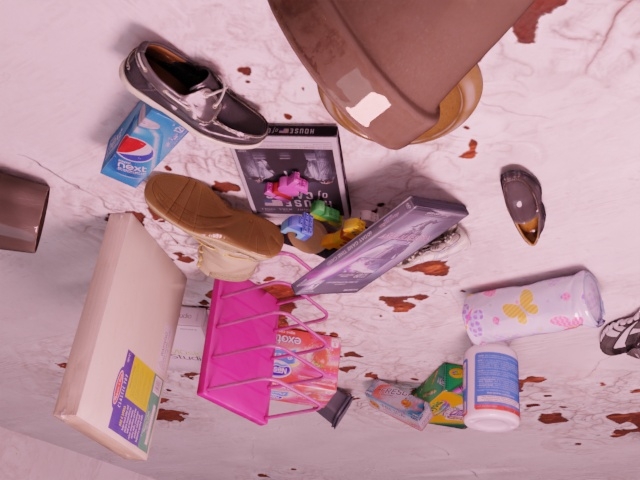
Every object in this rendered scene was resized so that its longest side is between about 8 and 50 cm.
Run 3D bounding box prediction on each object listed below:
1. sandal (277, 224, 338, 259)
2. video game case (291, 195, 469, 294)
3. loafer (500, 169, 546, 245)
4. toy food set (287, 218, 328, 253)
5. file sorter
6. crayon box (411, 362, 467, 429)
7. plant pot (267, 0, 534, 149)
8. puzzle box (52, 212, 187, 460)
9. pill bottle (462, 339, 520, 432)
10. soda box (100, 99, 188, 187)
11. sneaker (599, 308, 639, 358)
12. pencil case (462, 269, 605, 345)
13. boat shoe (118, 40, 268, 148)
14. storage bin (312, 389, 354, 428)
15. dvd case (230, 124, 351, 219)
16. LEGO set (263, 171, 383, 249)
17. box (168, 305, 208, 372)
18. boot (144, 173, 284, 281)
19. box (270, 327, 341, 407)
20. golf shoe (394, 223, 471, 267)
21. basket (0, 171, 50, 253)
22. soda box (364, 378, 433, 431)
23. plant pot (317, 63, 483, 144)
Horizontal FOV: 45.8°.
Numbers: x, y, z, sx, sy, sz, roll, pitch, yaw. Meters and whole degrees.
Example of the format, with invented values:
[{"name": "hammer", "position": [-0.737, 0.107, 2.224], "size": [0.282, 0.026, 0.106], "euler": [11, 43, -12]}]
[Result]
[{"name": "sandal", "position": [0.000, 0.000, 1.447], "size": [0.179, 0.040, 0.067], "euler": [19, 145, 7]}, {"name": "video game case", "position": [0.104, 0.015, 1.302], "size": [0.274, 0.026, 0.196], "euler": [-36, 158, 29]}, {"name": "loafer", "position": [0.339, -0.054, 1.253], "size": [0.062, 0.061, 0.170], "euler": [-11, 145, 29]}, {"name": "toy food set", "position": [-0.024, -0.012, 1.400], "size": [0.082, 0.020, 0.083], "euler": [-29, 106, 33]}, {"name": "file sorter", "position": [-0.099, 0.196, 1.548], "size": [0.182, 0.291, 0.202], "euler": [-17, 142, 30]}, {"name": "crayon box", "position": [0.362, 0.424, 2.043], "size": [0.165, 0.081, 0.278], "euler": [11, 150, -7]}, {"name": "plant pot", "position": [0.102, -0.264, 0.799], "size": [0.229, 0.263, 0.263], "euler": [-34, 134, 25]}, {"name": "puzzle box", "position": [-0.372, 0.187, 1.466], "size": [0.052, 0.409, 0.272], "euler": [-2, 148, 15]}, {"name": "pill bottle", "position": [0.382, 0.306, 1.700], "size": [0.124, 0.222, 0.124], "euler": [5, 150, 3]}, {"name": "soda box", "position": [-0.269, -0.164, 1.178], "size": [0.067, 0.071, 0.210], "euler": [23, 146, -27]}, {"name": "sneaker", "position": [0.668, 0.214, 1.602], "size": [0.078, 0.106, 0.234], "euler": [14, 149, -11]}, {"name": "pencil case", "position": [0.423, 0.139, 1.518], "size": [0.273, 0.114, 0.124], "euler": [-15, 163, 32]}, {"name": "boat shoe", "position": [-0.168, -0.203, 1.080], "size": [0.233, 0.084, 0.079], "euler": [28, 144, -27]}, {"name": "storage bin", "position": [0.036, 0.469, 2.191], "size": [0.091, 0.098, 0.135], "euler": [33, 152, 10]}, {"name": "dvd case", "position": [-0.047, -0.109, 1.270], "size": [0.179, 0.030, 0.239], "euler": [2, 149, 9]}, {"name": "LEGO set", "position": [0.023, -0.037, 1.264], "size": [0.227, 0.087, 0.093], "euler": [21, 148, -27]}, {"name": "box", "position": [-0.386, 0.251, 1.923], "size": [0.232, 0.059, 0.322], "euler": [4, 149, 4]}, {"name": "boot", "position": [-0.216, -0.014, 1.406], "size": [0.261, 0.095, 0.203], "euler": [24, 155, -13]}, {"name": "box", "position": [-0.112, 0.308, 1.881], "size": [0.299, 0.142, 0.154], "euler": [11, 150, -8]}, {"name": "golf shoe", "position": [0.198, 0.022, 1.412], "size": [0.176, 0.069, 0.086], "euler": [-17, 149, 37]}, {"name": "basket", "position": [-0.613, -0.061, 1.354], "size": [0.226, 0.154, 0.204], "euler": [12, 151, -16]}, {"name": "soda box", "position": [0.210, 0.441, 2.042], "size": [0.183, 0.058, 0.063], "euler": [18, 142, 39]}, {"name": "plant pot", "position": [0.110, -0.205, 1.074], "size": [0.236, 0.033, 0.236], "euler": [5, 151, 3]}]
